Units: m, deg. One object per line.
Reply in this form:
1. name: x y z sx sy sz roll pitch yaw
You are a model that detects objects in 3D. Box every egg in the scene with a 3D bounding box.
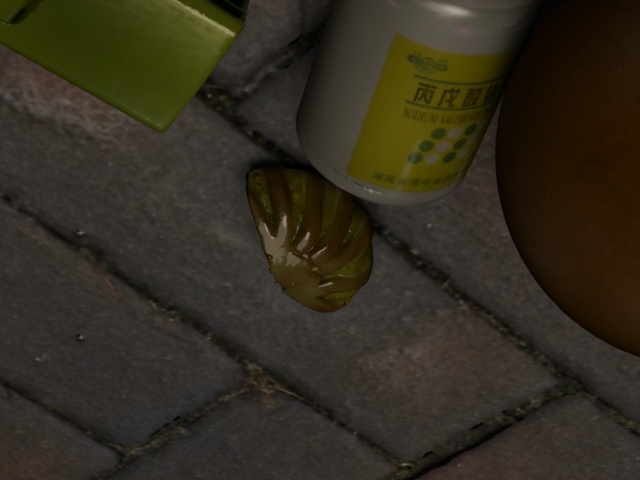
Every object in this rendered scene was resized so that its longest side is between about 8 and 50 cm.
1. egg: 0.262 -0.056 0.892 0.282 0.282 0.351 -12 157 16

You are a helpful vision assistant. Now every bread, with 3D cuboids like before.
1. bread: 0.000 0.000 1.134 0.094 0.083 0.157 -15 130 3

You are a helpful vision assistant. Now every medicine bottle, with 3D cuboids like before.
1. medicine bottle: 0.078 -0.159 0.926 0.143 0.143 0.258 13 132 -7

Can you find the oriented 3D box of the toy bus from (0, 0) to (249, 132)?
1. toy bus: -0.182 -0.202 0.904 0.262 0.150 0.128 29 128 -20
